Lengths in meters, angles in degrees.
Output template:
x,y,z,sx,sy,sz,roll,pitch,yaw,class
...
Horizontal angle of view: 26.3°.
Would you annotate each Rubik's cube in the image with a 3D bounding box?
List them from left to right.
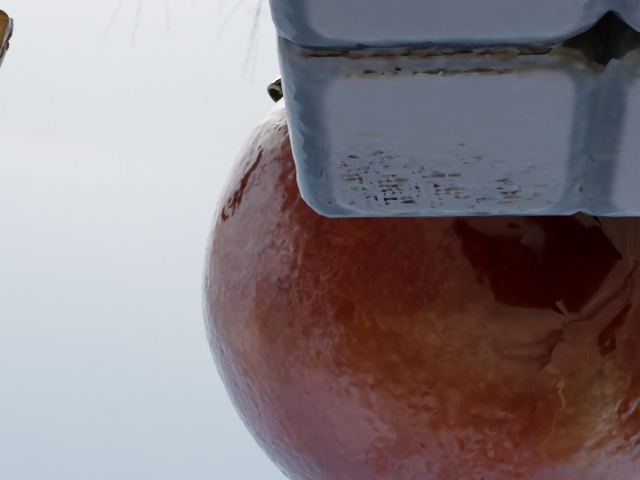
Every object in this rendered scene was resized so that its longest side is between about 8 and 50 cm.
x,y,z,sx,sy,sz,roll,pitch,yaw,class
0.151,-0.226,0.351,0.343,0.337,0.345,-2,-121,4,Rubik's cube

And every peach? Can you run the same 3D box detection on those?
x,y,z,sx,sy,sz,roll,pitch,yaw,class
0.107,0.040,0.957,0.388,0.388,0.388,10,-121,-17,peach

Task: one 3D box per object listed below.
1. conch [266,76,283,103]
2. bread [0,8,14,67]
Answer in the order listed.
x,y,z,sx,sy,sz,roll,pitch,yaw,class
0.008,-0.199,1.617,0.114,0.137,0.234,17,-129,44,conch
-0.319,-0.153,1.211,0.074,0.053,0.132,16,-108,-18,bread
